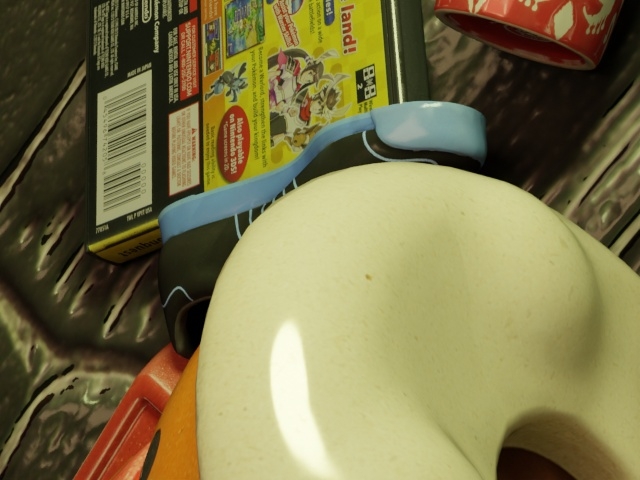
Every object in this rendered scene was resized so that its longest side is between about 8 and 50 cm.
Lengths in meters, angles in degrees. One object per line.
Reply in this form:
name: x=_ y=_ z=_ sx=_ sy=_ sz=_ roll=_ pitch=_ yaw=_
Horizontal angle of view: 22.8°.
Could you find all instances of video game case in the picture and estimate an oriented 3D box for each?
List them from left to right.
video game case: x=-0.049 y=-0.145 z=1.004 sx=0.248 sy=0.035 sz=0.275 roll=-20 pitch=60 yaw=32

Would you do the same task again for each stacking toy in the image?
stacking toy: x=-0.039 y=0.223 z=0.672 sx=0.480 sy=0.351 sz=0.350 roll=-37 pitch=53 yaw=31

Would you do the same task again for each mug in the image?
mug: x=0.132 y=-0.182 z=0.848 sx=0.113 sy=0.150 sz=0.169 roll=19 pitch=89 yaw=5

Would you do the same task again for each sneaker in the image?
sneaker: x=0.000 y=0.000 z=0.882 sx=0.232 sy=0.081 sz=0.090 roll=-24 pitch=62 yaw=38

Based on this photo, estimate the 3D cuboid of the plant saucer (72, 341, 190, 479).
plant saucer: x=-0.085 y=0.212 z=0.883 sx=0.258 sy=0.048 sz=0.259 roll=37 pitch=97 yaw=41
